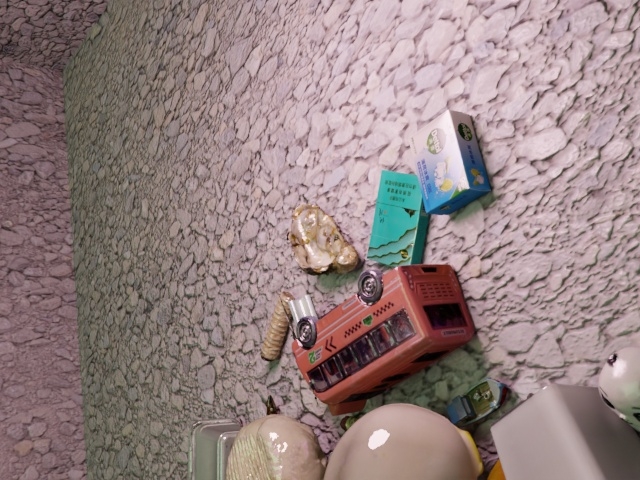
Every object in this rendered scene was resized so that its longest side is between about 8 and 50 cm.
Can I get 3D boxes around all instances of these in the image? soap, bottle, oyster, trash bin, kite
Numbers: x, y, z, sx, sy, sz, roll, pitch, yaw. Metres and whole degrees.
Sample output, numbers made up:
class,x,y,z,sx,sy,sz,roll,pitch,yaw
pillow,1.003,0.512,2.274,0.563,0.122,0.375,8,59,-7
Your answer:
class,x,y,z,sx,sy,sz,roll,pitch,yaw
soap,-0.022,0.257,2.064,0.119,0.067,0.198,71,180,-61
bottle,0.085,0.463,1.959,0.101,0.063,0.047,-11,106,55
oyster,0.006,-0.002,2.098,0.166,0.094,0.294,-40,43,21
trash bin,0.442,0.439,1.308,0.255,0.296,0.367,-52,42,38
kite,-0.049,0.296,2.046,0.267,0.013,0.322,72,176,-61

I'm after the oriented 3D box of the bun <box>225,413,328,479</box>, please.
class,x,y,z,sx,sy,sz,roll,pitch,yaw
bun,-0.100,0.633,2.042,0.365,0.219,0.364,-6,83,57

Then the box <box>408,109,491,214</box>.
class,x,y,z,sx,sy,sz,roll,pitch,yaw
box,0.284,-0.171,1.741,0.139,0.073,0.194,-33,60,47

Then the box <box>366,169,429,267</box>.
class,x,y,z,sx,sy,sz,roll,pitch,yaw
box,0.191,-0.049,1.877,0.161,0.042,0.226,18,100,53

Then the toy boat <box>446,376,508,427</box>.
class,x,y,z,sx,sy,sz,roll,pitch,yaw
toy boat,0.329,0.338,1.639,0.173,0.059,0.069,-46,52,40

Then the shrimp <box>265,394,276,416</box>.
class,x,y,z,sx,sy,sz,roll,pitch,yaw
shrimp,-0.113,0.543,2.220,0.148,0.035,0.195,1,92,55

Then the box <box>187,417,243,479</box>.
class,x,y,z,sx,sy,sz,roll,pitch,yaw
box,-0.276,0.690,2.296,0.182,0.175,0.311,-10,79,57

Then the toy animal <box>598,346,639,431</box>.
class,x,y,z,sx,sy,sz,roll,pitch,yaw
toy animal,0.533,0.248,1.295,0.166,0.179,0.138,19,87,45

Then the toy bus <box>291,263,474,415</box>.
class,x,y,z,sx,sy,sz,roll,pitch,yaw
toy bus,0.135,0.223,1.797,0.427,0.203,0.232,-41,60,40

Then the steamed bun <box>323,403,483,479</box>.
class,x,y,z,sx,sy,sz,roll,pitch,yaw
steamed bun,0.165,0.529,1.619,0.334,0.334,0.373,-1,70,53

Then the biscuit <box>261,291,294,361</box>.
class,x,y,z,sx,sy,sz,roll,pitch,yaw
biscuit,-0.121,0.251,2.246,0.061,0.055,0.219,-128,52,-62

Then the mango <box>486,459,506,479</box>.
class,x,y,z,sx,sy,sz,roll,pitch,yaw
mango,0.374,0.538,1.515,0.139,0.113,0.253,23,109,44
